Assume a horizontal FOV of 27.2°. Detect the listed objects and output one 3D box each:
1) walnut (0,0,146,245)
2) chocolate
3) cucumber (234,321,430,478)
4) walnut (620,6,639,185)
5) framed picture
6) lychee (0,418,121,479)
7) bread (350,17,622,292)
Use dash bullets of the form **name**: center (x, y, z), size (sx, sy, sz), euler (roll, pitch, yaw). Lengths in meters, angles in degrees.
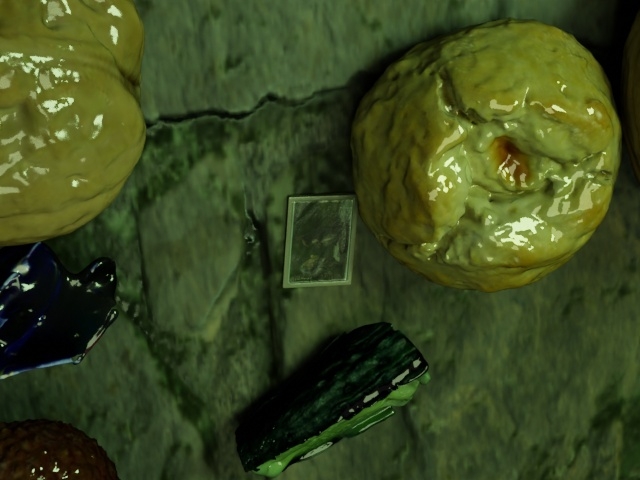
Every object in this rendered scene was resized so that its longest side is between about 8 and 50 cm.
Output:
- **walnut**: center (-0.251, -0.107, 0.930), size (0.257, 0.257, 0.225), euler (3, 82, -18)
- **chocolate**: center (-0.319, 0.092, 1.049), size (0.343, 0.126, 0.148), euler (-25, 115, -6)
- **cucumber**: center (0.011, 0.144, 1.203), size (0.193, 0.115, 0.086), euler (-38, 76, 8)
- **walnut**: center (0.393, -0.134, 1.084), size (0.252, 0.277, 0.313), euler (11, 110, -56)
- **framed picture**: center (0.000, 0.000, 1.171), size (0.066, 0.007, 0.089), euler (-2, 115, -16)
- **lychee**: center (-0.254, 0.238, 1.112), size (0.194, 0.194, 0.195), euler (-7, 116, -14)
- **bread**: center (0.143, -0.059, 1.106), size (0.244, 0.134, 0.245), euler (-3, 115, -7)
